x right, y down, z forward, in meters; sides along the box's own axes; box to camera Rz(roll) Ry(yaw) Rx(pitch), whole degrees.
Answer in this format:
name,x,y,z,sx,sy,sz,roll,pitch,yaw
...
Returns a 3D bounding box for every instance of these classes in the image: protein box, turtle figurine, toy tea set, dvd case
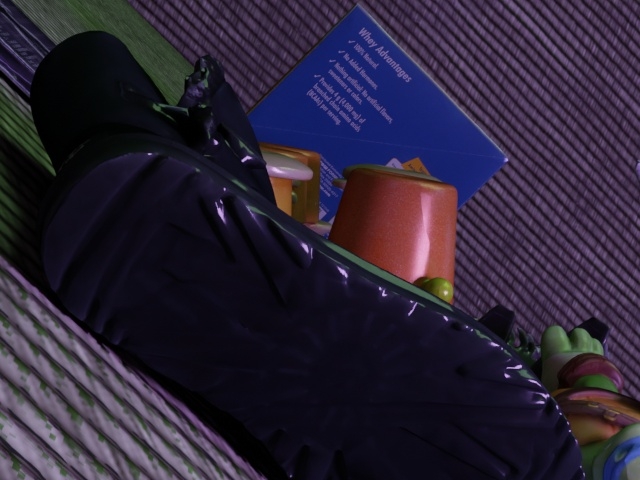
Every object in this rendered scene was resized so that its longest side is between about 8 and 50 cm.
name,x,y,z,sx,sy,sz,roll,pitch,yaw
protein box,0.031,-0.077,1.286,0.200,0.201,0.136,45,3,-4
turtle figurine,0.147,0.069,0.889,0.275,0.198,0.266,42,-6,-3
toy tea set,0.000,0.000,1.029,0.200,0.124,0.336,10,5,2
dvd case,-0.174,-0.110,0.809,0.221,0.018,0.164,45,5,-8

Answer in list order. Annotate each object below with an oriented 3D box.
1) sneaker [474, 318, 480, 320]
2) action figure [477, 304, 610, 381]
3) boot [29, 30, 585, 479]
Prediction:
name,x,y,z,sx,sy,sz,roll,pitch,yaw
sneaker,0.142,0.115,1.295,0.064,0.086,0.192,46,3,12
action figure,0.212,0.149,1.173,0.185,0.099,0.285,24,-14,31
boot,-0.014,0.016,0.567,0.246,0.094,0.207,37,10,-20
